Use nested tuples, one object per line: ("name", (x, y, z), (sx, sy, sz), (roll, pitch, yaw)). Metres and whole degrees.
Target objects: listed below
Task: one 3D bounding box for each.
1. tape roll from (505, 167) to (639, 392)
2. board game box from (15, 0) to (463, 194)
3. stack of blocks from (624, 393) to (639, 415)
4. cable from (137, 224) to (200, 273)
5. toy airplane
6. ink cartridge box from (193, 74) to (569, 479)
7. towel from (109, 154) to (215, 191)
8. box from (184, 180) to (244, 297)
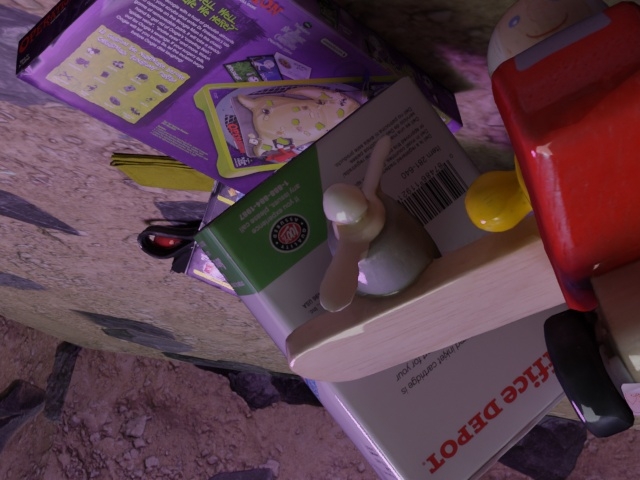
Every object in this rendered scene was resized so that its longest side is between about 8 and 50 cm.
("tape roll", (0.277, 0.029, 0.910), (0.246, 0.246, 0.169), (20, 161, -27))
("board game box", (-0.058, -0.135, 0.807), (0.208, 0.056, 0.347), (-27, 142, 33))
("stack of blocks", (0.491, 0.107, 1.036), (0.297, 0.087, 0.171), (-18, -177, -33))
("cable", (-0.197, -0.013, 1.491), (0.139, 0.072, 0.287), (36, 144, -17))
("toy airplane", (0.195, -0.031, 0.571), (0.386, 0.272, 0.384), (-12, 159, -25))
("ink cartridge box", (0.062, 0.043, 0.749), (0.278, 0.201, 0.117), (53, 166, -5))
("towel", (-0.160, -0.082, 1.241), (0.237, 0.021, 0.102), (6, 162, 20))
("box", (0.000, 0.000, 1.048), (0.270, 0.060, 0.216), (23, 127, 1))
